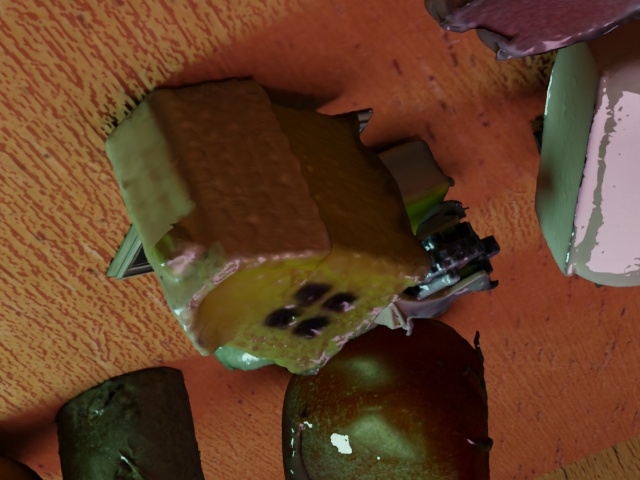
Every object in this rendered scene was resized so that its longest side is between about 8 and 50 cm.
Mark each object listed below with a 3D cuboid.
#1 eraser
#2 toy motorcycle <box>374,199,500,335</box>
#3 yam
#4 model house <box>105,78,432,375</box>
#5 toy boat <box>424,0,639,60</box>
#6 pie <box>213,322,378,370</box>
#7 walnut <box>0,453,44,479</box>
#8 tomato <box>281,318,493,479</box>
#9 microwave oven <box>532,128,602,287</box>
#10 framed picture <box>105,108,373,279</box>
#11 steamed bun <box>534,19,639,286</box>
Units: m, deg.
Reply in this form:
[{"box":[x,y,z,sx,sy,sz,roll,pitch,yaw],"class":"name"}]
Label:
[{"box":[0.000,0.000,1.830,0.226,0.069,0.158,-23,162,-23],"class":"eraser"},{"box":[0.099,0.027,1.824,0.130,0.094,0.229,-30,175,9],"class":"toy motorcycle"},{"box":[-0.196,0.303,2.150,0.168,0.304,0.168,-10,156,-4],"class":"yam"},{"box":[-0.057,-0.021,1.572,0.175,0.193,0.234,-37,149,21],"class":"model house"},{"box":[0.197,-0.222,1.524,0.227,0.085,0.155,-20,155,31],"class":"toy boat"},{"box":[-0.009,0.065,1.980,0.241,0.054,0.240,-21,-169,4],"class":"pie"},{"box":[-0.374,0.327,2.170,0.203,0.203,0.298,-22,178,0],"class":"walnut"},{"box":[0.078,0.231,2.242,0.239,0.303,0.303,-3,161,5],"class":"tomato"},{"box":[0.328,-0.069,1.894,0.205,0.163,0.129,-24,161,4],"class":"microwave oven"},{"box":[-0.076,-0.037,1.786,0.197,0.014,0.252,-12,158,-26],"class":"framed picture"},{"box":[0.289,-0.085,1.715,0.164,0.146,0.241,-2,124,-10],"class":"steamed bun"}]
